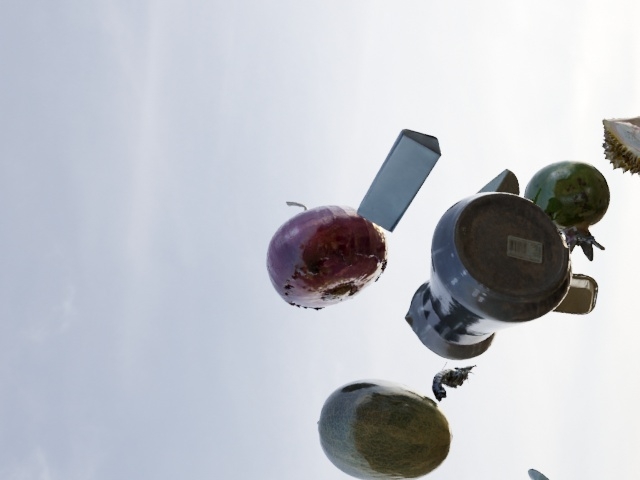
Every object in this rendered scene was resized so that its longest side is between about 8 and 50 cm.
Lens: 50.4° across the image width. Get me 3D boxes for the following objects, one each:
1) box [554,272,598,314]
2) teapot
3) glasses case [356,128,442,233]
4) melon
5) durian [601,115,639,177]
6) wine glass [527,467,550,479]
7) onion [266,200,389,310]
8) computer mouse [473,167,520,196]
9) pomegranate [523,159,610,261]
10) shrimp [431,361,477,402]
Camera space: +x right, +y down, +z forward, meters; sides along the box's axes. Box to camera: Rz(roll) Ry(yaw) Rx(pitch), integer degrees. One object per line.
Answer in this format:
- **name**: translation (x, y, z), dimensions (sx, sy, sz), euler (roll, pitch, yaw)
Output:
- **box**: translation (0.606, 0.133, 1.714), dimensions (0.111, 0.177, 0.111), euler (8, -90, -78)
- **teapot**: translation (0.327, 0.079, 1.314), dimensions (0.344, 0.300, 0.253), euler (106, 155, -62)
- **glasses case**: translation (0.181, -0.140, 1.571), dimensions (0.056, 0.105, 0.266), euler (-58, -2, -45)
- **melon**: translation (0.154, 0.461, 1.651), dimensions (0.248, 0.329, 0.249), euler (7, -90, -80)
- **durian**: translation (0.827, -0.223, 1.681), dimensions (0.183, 0.249, 0.138), euler (-18, -63, -29)
- **wine glass**: translation (0.383, 0.518, 1.307), dimensions (0.155, 0.073, 0.073), euler (-37, -56, -24)
- **onion**: translation (0.018, 0.024, 1.962), dimensions (0.358, 0.358, 0.345), euler (4, -102, -53)
- **computer mouse**: translation (0.417, -0.080, 1.710), dimensions (0.231, 0.079, 0.128), euler (-52, -38, -11)
- **pomegranate**: translation (0.537, -0.063, 1.465), dimensions (0.181, 0.181, 0.224), euler (31, -132, -50)
- **shrimp**: translation (0.333, 0.342, 1.716), dimensions (0.174, 0.082, 0.076), euler (-15, -111, -50)
